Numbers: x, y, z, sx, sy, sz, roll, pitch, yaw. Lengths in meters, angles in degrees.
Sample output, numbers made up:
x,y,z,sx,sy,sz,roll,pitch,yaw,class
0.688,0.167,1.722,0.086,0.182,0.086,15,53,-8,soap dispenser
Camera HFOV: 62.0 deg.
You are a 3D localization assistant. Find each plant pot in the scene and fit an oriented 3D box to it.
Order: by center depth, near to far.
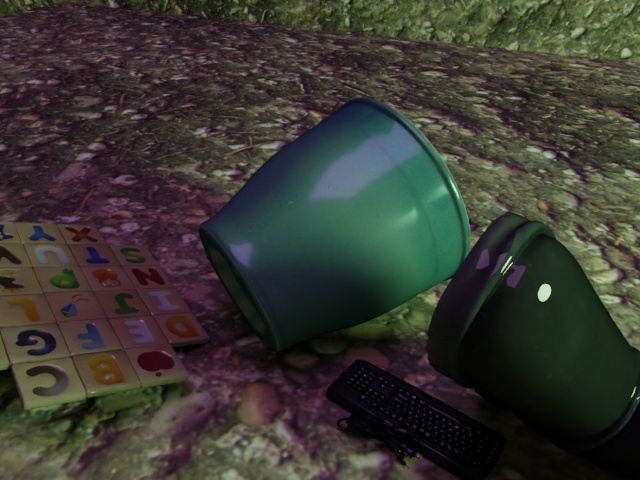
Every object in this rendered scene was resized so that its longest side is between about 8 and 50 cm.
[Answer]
x,y,z,sx,sy,sz,roll,pitch,yaw,class
0.000,0.000,0.678,0.255,0.271,0.272,-33,45,-18,plant pot

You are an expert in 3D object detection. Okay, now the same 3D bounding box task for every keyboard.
x,y,z,sx,sy,sz,roll,pitch,yaw,class
0.097,0.190,0.578,0.192,0.038,0.100,22,40,28,keyboard

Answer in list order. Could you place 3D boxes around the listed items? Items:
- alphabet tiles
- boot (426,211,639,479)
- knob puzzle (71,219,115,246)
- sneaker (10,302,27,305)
x,y,z,sx,sy,sz,roll,pitch,yaw,class
-0.309,0.066,0.655,0.285,0.011,0.342,2,30,-44,alphabet tiles
0.323,0.164,0.383,0.445,0.367,0.146,30,85,34,boot
-0.391,0.047,0.770,0.213,0.029,0.213,2,34,-1,knob puzzle
-0.415,0.156,0.578,0.263,0.099,0.121,-14,63,-34,sneaker
